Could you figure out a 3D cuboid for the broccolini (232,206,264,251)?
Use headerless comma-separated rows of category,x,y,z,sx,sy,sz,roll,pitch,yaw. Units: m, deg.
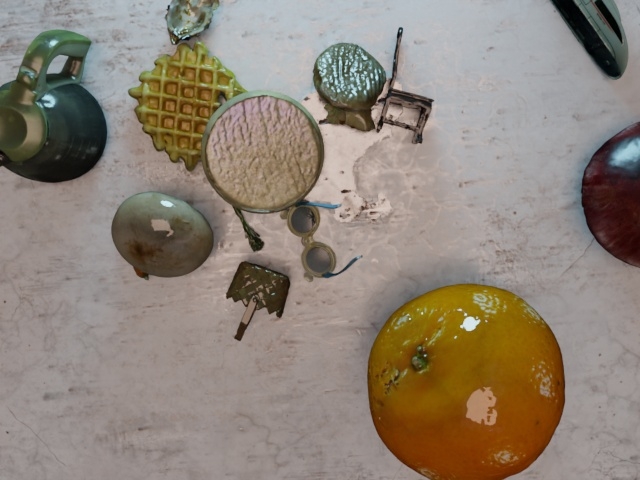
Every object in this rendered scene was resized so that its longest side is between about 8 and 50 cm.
broccolini,-0.172,-0.039,1.434,0.035,0.030,0.139,-25,92,-4

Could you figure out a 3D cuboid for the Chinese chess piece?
Chinese chess piece,-0.126,-0.192,1.341,0.270,0.112,0.269,-3,105,-10

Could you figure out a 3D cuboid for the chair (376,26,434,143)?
chair,0.195,-0.337,1.341,0.113,0.106,0.229,15,99,0

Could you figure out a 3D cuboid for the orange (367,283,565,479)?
orange,0.287,0.285,1.271,0.326,0.424,0.424,34,98,-35

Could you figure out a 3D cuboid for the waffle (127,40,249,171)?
waffle,-0.295,-0.301,1.384,0.250,0.056,0.261,-38,98,6

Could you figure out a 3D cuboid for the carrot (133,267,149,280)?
carrot,-0.440,0.032,1.445,0.035,0.035,0.142,-26,90,5

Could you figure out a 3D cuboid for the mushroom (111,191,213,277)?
mushroom,-0.351,-0.021,1.364,0.227,0.226,0.178,5,58,1

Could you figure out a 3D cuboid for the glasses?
glasses,0.025,-0.011,1.358,0.088,0.221,0.189,-25,97,-35

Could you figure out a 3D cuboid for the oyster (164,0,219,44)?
oyster,-0.292,-0.497,1.355,0.103,0.051,0.148,39,77,1

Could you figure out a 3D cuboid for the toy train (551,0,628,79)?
toy train,0.557,-0.535,1.319,0.088,0.086,0.407,-37,96,0

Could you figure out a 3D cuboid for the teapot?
teapot,-0.578,-0.266,1.302,0.322,0.239,0.239,-39,97,5

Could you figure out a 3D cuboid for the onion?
onion,0.737,-0.104,1.278,0.348,0.285,0.347,0,90,9

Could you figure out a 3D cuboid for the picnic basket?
picnic basket,-0.152,0.148,1.404,0.138,0.128,0.178,21,81,1

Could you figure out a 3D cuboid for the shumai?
shumai,0.058,-0.322,1.335,0.162,0.209,0.152,5,142,-4
